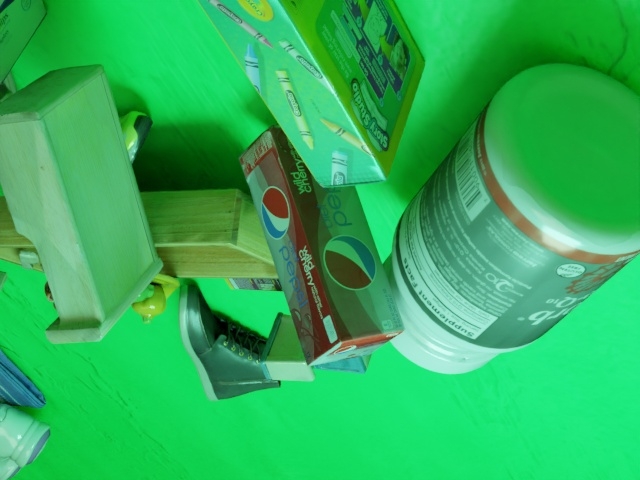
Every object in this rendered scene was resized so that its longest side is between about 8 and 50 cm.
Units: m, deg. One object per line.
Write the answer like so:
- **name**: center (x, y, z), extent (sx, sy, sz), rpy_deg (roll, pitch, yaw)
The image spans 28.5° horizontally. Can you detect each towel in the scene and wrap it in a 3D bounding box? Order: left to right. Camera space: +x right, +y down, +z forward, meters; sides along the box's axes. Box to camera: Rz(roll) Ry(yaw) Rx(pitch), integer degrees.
- **towel**: center (-0.676, 0.218, 2.257), extent (0.336, 0.040, 0.243), rpy_deg (3, 145, 26)

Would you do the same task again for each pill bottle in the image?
- **pill bottle**: center (0.200, -0.006, 1.337), extent (0.210, 0.210, 0.363), rpy_deg (25, 146, -7)

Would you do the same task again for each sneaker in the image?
- **sneaker**: center (-0.598, 0.360, 2.341), extent (0.152, 0.114, 0.305), rpy_deg (35, 148, -11)
- **sneaker**: center (-0.285, -0.116, 1.544), extent (0.094, 0.081, 0.208), rpy_deg (39, 142, -23)
- **sneaker**: center (-0.132, 0.141, 1.847), extent (0.118, 0.083, 0.222), rpy_deg (-9, 133, 8)

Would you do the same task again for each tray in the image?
- **tray**: center (-0.236, -0.006, 1.616), extent (0.410, 0.076, 0.203), rpy_deg (0, 168, 27)

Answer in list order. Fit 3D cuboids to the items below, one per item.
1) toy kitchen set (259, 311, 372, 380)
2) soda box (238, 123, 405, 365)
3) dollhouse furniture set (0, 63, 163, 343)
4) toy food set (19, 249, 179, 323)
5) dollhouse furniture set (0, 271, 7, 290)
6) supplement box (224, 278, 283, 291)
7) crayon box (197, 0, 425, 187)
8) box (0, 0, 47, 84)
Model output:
- **toy kitchen set**: center (-0.027, 0.154, 1.713), extent (0.122, 0.166, 0.207), rpy_deg (4, 143, 22)
- **soda box**: center (0.000, 0.000, 1.406), extent (0.092, 0.263, 0.083), rpy_deg (-8, 161, -32)
- **dollhouse furniture set**: center (-0.413, -0.032, 1.412), extent (0.394, 0.362, 0.257), rpy_deg (-5, 113, 20)
- **toy food set**: center (-0.297, 0.072, 1.664), extent (0.217, 0.071, 0.128), rpy_deg (10, 168, -17)
- **dollhouse furniture set**: center (-0.561, 0.038, 1.854), extent (0.129, 0.129, 0.184), rpy_deg (14, 146, 9)
- **supplement box**: center (-0.088, 0.035, 1.688), extent (0.083, 0.043, 0.055), rpy_deg (2, 142, 25)
- **crayon box**: center (-0.002, -0.202, 1.203), extent (0.081, 0.165, 0.278), rpy_deg (-4, 139, 31)
- **box**: center (-0.393, -0.241, 1.381), extent (0.137, 0.126, 0.072), rpy_deg (8, 142, 17)
